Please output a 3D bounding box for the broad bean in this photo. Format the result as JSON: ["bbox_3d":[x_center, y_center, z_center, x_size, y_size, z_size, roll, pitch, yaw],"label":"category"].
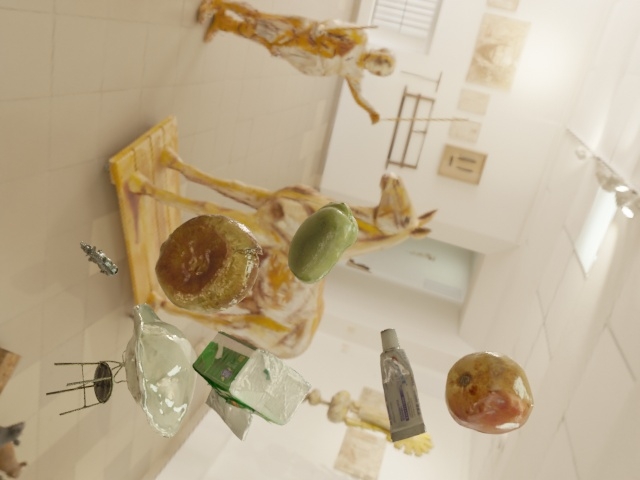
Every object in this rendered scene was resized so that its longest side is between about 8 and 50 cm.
[{"bbox_3d":[0.000,0.000,1.100,0.174,0.124,0.082,-43,139,16],"label":"broad bean"}]

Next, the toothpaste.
[{"bbox_3d":[0.197,0.362,1.428,0.099,0.068,0.282,112,-25,-57],"label":"toothpaste"}]

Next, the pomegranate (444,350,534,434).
[{"bbox_3d":[0.506,0.463,1.660,0.270,0.252,0.229,40,40,-34],"label":"pomegranate"}]

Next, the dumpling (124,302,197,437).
[{"bbox_3d":[-0.416,0.304,1.396,0.341,0.181,0.260,-71,148,-50],"label":"dumpling"}]

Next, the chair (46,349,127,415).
[{"bbox_3d":[-0.784,0.501,1.990,0.325,0.170,0.160,5,111,-47],"label":"chair"}]

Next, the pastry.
[{"bbox_3d":[-0.365,0.076,1.819,0.164,0.356,0.356,62,46,-70],"label":"pastry"}]

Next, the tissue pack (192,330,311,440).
[{"bbox_3d":[-0.154,0.288,1.097,0.156,0.148,0.209,-54,-154,-17],"label":"tissue pack"}]

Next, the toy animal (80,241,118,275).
[{"bbox_3d":[-0.625,0.050,1.565,0.047,0.065,0.136,-46,124,-20],"label":"toy animal"}]
